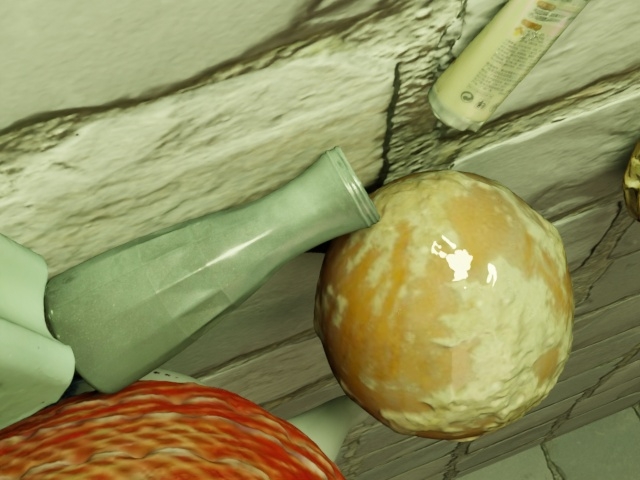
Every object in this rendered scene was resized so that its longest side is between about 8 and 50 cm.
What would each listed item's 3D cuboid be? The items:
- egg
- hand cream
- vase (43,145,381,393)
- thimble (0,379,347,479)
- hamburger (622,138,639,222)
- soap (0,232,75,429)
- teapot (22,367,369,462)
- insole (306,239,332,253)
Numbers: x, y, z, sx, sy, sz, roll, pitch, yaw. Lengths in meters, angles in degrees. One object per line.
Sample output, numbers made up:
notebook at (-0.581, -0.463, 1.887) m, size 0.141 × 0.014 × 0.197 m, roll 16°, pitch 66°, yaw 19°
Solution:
egg at (0.090, 0.046, 0.837) m, size 0.195 × 0.195 × 0.233 m, roll -24°, pitch 141°, yaw 2°
hand cream at (0.113, -0.120, 0.663) m, size 0.061 × 0.039 × 0.143 m, roll 4°, pitch 139°, yaw -41°
vase at (-0.067, 0.013, 0.746) m, size 0.214 × 0.086 × 0.086 m, roll -29°, pitch 161°, yaw 3°
thimble at (-0.106, 0.265, 0.735) m, size 0.350 × 0.350 × 0.230 m, roll -25°, pitch -169°, yaw 4°
hamburger at (0.328, -0.049, 0.990) m, size 0.131 × 0.124 × 0.262 m, roll -10°, pitch 162°, yaw 21°
soap at (-0.256, 0.047, 0.583) m, size 0.173 × 0.095 × 0.289 m, roll -25°, pitch 161°, yaw 4°
teapot at (-0.157, 0.220, 0.994) m, size 0.424 × 0.252 × 0.280 m, roll -17°, pitch -161°, yaw 8°
insole at (0.000, 0.000, 0.895) m, size 0.045 × 0.002 × 0.135 m, roll -32°, pitch 159°, yaw 28°
